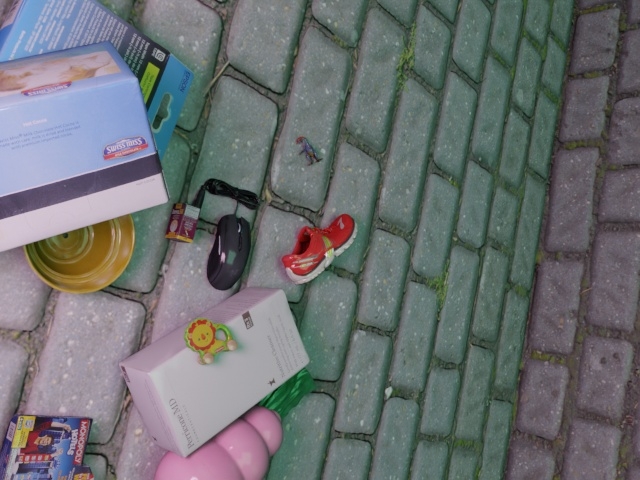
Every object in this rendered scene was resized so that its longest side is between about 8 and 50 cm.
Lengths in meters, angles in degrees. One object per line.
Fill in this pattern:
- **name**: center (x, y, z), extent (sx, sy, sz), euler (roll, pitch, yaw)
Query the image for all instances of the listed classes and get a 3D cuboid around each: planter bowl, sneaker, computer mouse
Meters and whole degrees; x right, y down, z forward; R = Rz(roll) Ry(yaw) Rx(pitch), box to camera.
- **planter bowl**: center (-0.481, -0.008, 1.164), extent (0.217, 0.090, 0.217), euler (-2, 93, -45)
- **sneaker**: center (0.000, 0.000, 1.634), extent (0.279, 0.107, 0.118), euler (-47, 113, -36)
- **computer mouse**: center (-0.231, -0.019, 1.432), extent (0.184, 0.060, 0.262), euler (27, 72, -43)

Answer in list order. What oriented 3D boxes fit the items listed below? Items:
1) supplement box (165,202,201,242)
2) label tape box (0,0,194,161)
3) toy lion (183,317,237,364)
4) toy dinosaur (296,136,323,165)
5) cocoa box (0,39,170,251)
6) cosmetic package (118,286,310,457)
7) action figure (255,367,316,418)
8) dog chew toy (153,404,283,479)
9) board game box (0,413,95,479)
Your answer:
- **supplement box**: center (-0.311, -0.039, 1.355), extent (0.043, 0.055, 0.083), euler (21, 76, -43)
- **label tape box**: center (-0.446, -0.315, 1.175), extent (0.347, 0.115, 0.249), euler (30, 72, -43)
- **toy lion**: center (-0.234, 0.204, 1.254), extent (0.100, 0.034, 0.096), euler (-24, 94, -40)
- **toy dinosaur**: center (-0.035, -0.248, 1.646), extent (0.090, 0.047, 0.082), euler (-51, 122, -71)
- **cocoa box**: center (-0.460, -0.156, 0.970), extent (0.347, 0.231, 0.228), euler (-19, 128, -20)
- **cosmetic package**: center (-0.232, 0.282, 1.372), extent (0.385, 0.156, 0.217), euler (-33, 110, -40)
- **action figure**: center (-0.119, 0.418, 1.557), extent (0.232, 0.063, 0.137), euler (-44, 122, -26)
- **dog chew toy**: center (-0.214, 0.504, 1.370), extent (0.331, 0.206, 0.207), euler (-33, 114, -42)
- **board game box**: center (-0.521, 0.436, 1.163), extent (0.194, 0.060, 0.194), euler (20, 78, -44)
